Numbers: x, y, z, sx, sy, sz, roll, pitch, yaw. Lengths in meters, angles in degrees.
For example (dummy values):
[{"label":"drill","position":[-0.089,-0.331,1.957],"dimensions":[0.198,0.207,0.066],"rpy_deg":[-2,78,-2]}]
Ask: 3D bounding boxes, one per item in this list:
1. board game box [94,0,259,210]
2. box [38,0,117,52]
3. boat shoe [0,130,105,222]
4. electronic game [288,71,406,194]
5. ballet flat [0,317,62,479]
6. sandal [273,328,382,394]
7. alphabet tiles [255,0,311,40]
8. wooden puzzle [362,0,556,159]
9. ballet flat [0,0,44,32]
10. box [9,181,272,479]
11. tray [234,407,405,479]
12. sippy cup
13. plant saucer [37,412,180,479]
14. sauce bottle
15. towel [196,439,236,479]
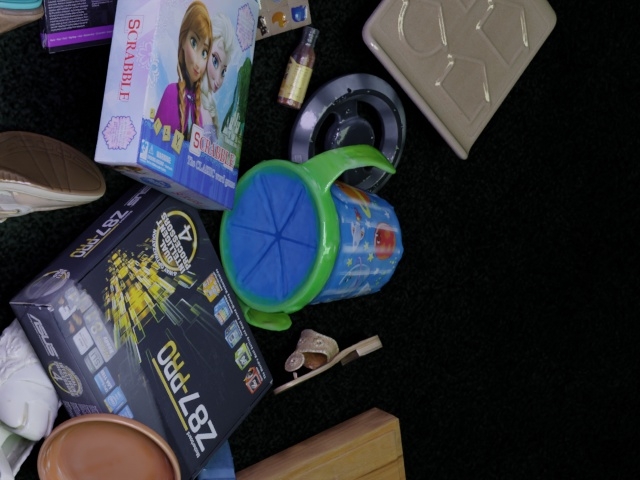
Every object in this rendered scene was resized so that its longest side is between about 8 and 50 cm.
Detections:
[{"label":"board game box","position":[-0.186,-0.225,1.868],"dimensions":[0.318,0.065,0.318],"rpy_deg":[26,69,-69]},{"label":"box","position":[-0.338,-0.348,1.890],"dimensions":[0.116,0.029,0.162],"rpy_deg":[-15,112,-35]},{"label":"boat shoe","position":[-0.438,-0.079,1.846],"dimensions":[0.302,0.109,0.098],"rpy_deg":[2,140,-39]},{"label":"electronic game","position":[0.046,-0.161,2.222],"dimensions":[0.229,0.048,0.229],"rpy_deg":[-15,118,-31]},{"label":"ballet flat","position":[-0.446,0.290,1.905],"dimensions":[0.147,0.147,0.409],"rpy_deg":[36,78,-38]},{"label":"sandal","position":[-0.004,0.182,2.273],"dimensions":[0.240,0.088,0.079],"rpy_deg":[-19,81,-40]},{"label":"alphabet tiles","position":[-0.092,-0.408,2.079],"dimensions":[0.237,0.009,0.198],"rpy_deg":[-23,114,-32]},{"label":"wooden puzzle","position":[0.228,-0.363,2.301],"dimensions":[0.322,0.080,0.348],"rpy_deg":[46,68,-36]},{"label":"ballet flat","position":[-0.523,-0.288,1.722],"dimensions":[0.342,0.116,0.124],"rpy_deg":[5,119,-38]},{"label":"box","position":[-0.248,0.153,1.996],"dimensions":[0.318,0.097,0.395],"rpy_deg":[-46,127,-39]},{"label":"tray","position":[-0.032,0.455,2.306],"dimensions":[0.410,0.076,0.203],"rpy_deg":[-20,113,-32]},{"label":"sippy cup","position":[0.000,0.000,2.122],"dimensions":[0.224,0.305,0.240],"rpy_deg":[6,72,-46]},{"label":"plant saucer","position":[-0.290,0.313,1.890],"dimensions":[0.037,0.200,0.200],"rpy_deg":[-80,151,-57]},{"label":"sauce bottle","position":[-0.032,-0.270,2.140],"dimensions":[0.042,0.042,0.128],"rpy_deg":[19,88,-39]},{"label":"towel","position":[-0.168,0.370,2.165],"dimensions":[0.067,0.029,0.119],"rpy_deg":[6,57,-31]}]
